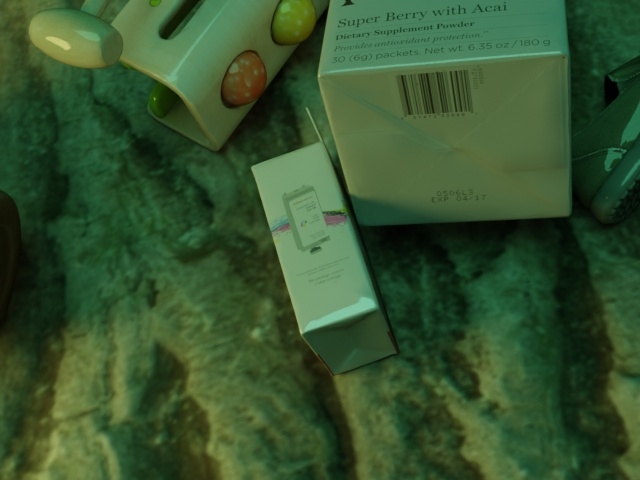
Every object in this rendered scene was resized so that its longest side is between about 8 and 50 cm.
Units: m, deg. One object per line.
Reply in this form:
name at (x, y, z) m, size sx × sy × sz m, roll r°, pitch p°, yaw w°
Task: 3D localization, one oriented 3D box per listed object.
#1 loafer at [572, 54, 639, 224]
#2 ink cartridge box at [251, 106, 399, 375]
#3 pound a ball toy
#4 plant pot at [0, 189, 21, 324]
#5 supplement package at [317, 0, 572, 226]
loafer at (0.285, -0.133, 0.817) m, size 0.087 × 0.094 × 0.251 m, roll 35°, pitch 80°, yaw 24°
ink cartridge box at (0.000, 0.000, 0.812) m, size 0.067 × 0.115 × 0.198 m, roll -19°, pitch 62°, yaw 5°
pound a ball toy at (-0.085, -0.227, 0.882) m, size 0.136 × 0.208 × 0.319 m, roll 29°, pitch 75°, yaw 23°
plant pot at (-0.398, 0.006, 0.846) m, size 0.229 × 0.263 × 0.263 m, roll 10°, pitch 68°, yaw -1°
supplement package at (0.112, -0.180, 0.798) m, size 0.177 × 0.175 × 0.293 m, roll -3°, pitch 51°, yaw 14°
